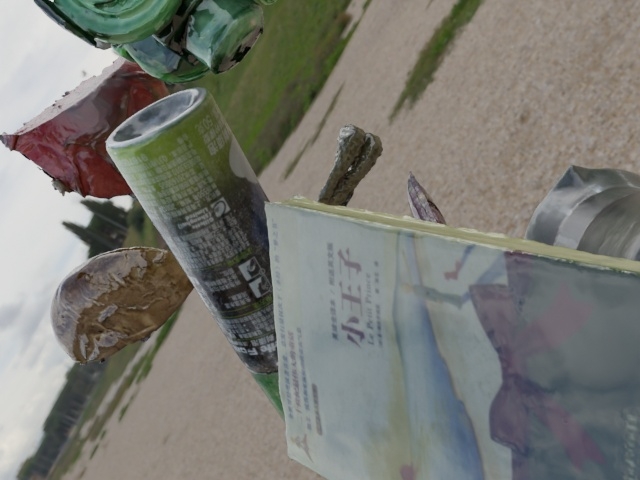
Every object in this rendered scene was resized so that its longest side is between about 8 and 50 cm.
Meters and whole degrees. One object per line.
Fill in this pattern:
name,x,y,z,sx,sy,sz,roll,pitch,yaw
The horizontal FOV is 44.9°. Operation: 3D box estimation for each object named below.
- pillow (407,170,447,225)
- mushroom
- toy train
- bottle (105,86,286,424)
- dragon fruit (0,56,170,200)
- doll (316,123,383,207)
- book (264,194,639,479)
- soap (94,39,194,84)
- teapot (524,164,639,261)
pillow,0.175,-0.010,1.173,0.043,0.118,0.185,-25,43,6
mushroom,-0.356,0.090,1.330,0.285,0.151,0.156,-32,31,7
toy train,-0.113,-0.218,0.469,0.188,0.243,0.132,-50,-8,7
bottle,-0.059,0.034,0.667,0.093,0.330,0.093,-21,28,12
dragon fruit,-0.393,-0.220,1.484,0.343,0.282,0.100,-48,-2,-32
doll,-0.010,-0.001,0.987,0.202,0.091,0.286,-17,-60,-50
book,0.070,0.086,0.444,0.289,0.026,0.201,12,111,48
soap,-0.140,-0.350,0.855,0.302,0.159,0.258,-18,54,65
teapot,0.369,0.057,0.772,0.253,0.300,0.344,-30,12,1
